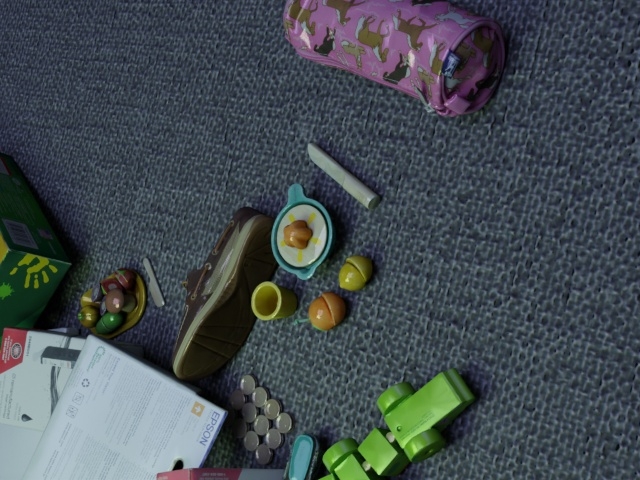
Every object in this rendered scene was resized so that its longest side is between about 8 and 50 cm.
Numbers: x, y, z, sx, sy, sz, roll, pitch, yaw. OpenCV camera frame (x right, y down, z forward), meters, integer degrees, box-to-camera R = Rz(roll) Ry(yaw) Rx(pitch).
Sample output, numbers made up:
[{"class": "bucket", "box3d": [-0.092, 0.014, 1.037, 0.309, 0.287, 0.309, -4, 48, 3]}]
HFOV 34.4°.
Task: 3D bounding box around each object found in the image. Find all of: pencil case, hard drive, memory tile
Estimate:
[{"class": "pencil case", "box3d": [0.115, -0.337, 1.726, 0.386, 0.167, 0.160, 29, 136, 36]}, {"class": "hard drive", "box3d": [-0.612, 0.372, 2.224, 0.233, 0.047, 0.353, -9, 77, 35]}, {"class": "memory tile", "box3d": [-0.115, 0.324, 1.881, 0.148, 0.012, 0.113, 41, 107, 35]}]

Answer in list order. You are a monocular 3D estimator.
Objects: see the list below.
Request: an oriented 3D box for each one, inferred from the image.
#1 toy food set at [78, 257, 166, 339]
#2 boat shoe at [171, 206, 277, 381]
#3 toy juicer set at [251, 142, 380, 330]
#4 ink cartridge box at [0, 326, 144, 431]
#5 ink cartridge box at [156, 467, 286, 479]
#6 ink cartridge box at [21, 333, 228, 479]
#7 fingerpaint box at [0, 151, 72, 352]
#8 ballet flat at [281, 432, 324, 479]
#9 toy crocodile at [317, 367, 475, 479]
[{"class": "toy food set", "box3d": [-0.427, 0.120, 2.109, 0.218, 0.071, 0.128, -30, 66, 29]}, {"class": "boat shoe", "box3d": [-0.189, 0.094, 1.914, 0.123, 0.123, 0.342, 31, 98, 44]}, {"class": "toy juicer set", "box3d": [0.000, 0.000, 1.798, 0.209, 0.089, 0.329, 17, 93, 38]}, {"class": "ink cartridge box", "box3d": [-0.509, 0.288, 2.081, 0.273, 0.114, 0.197, 5, 85, 23]}, {"class": "ink cartridge box", "box3d": [-0.164, 0.530, 1.741, 0.117, 0.207, 0.283, -21, 65, 46]}, {"class": "ink cartridge box", "box3d": [-0.357, 0.387, 1.907, 0.330, 0.071, 0.324, 25, 90, 21]}, {"class": "fingerpaint box", "box3d": [-0.767, 0.053, 2.287, 0.371, 0.163, 0.445, -56, 46, 16]}, {"class": "ballet flat", "box3d": [-0.037, 0.423, 1.758, 0.070, 0.070, 0.188, 13, 74, 38]}, {"class": "toy crocodile", "box3d": [0.113, 0.334, 1.663, 0.340, 0.105, 0.115, -47, 58, 16]}]
